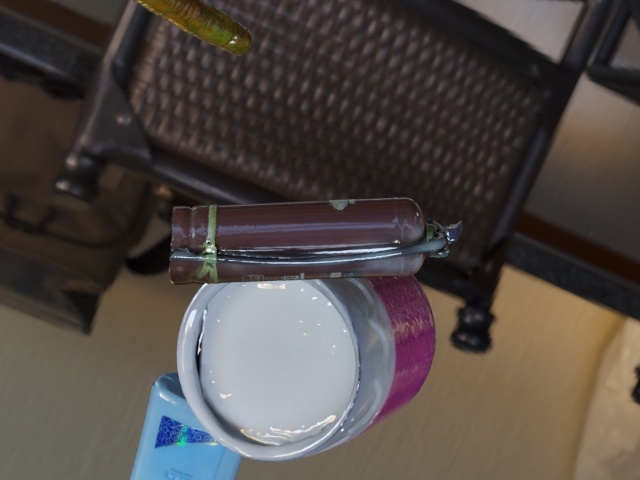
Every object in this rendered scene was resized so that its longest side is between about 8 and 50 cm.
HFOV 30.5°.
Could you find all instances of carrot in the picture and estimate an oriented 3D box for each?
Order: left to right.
[{"bbox_3d":[-0.123,-0.219,1.112,0.042,0.042,0.170,28,-177,38],"label":"carrot"}]

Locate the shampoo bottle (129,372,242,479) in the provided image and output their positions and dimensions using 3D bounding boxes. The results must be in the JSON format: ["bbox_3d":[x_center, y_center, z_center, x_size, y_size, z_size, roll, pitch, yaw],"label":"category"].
[{"bbox_3d":[-0.142,0.257,1.150,0.104,0.258,0.061,19,-157,5],"label":"shampoo bottle"}]

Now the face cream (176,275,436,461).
[{"bbox_3d":[-0.008,0.091,1.014,0.175,0.175,0.195,26,-168,20],"label":"face cream"}]

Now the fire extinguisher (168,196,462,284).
[{"bbox_3d":[0.000,0.000,0.615,0.158,0.043,0.064,-3,-167,-1],"label":"fire extinguisher"}]
